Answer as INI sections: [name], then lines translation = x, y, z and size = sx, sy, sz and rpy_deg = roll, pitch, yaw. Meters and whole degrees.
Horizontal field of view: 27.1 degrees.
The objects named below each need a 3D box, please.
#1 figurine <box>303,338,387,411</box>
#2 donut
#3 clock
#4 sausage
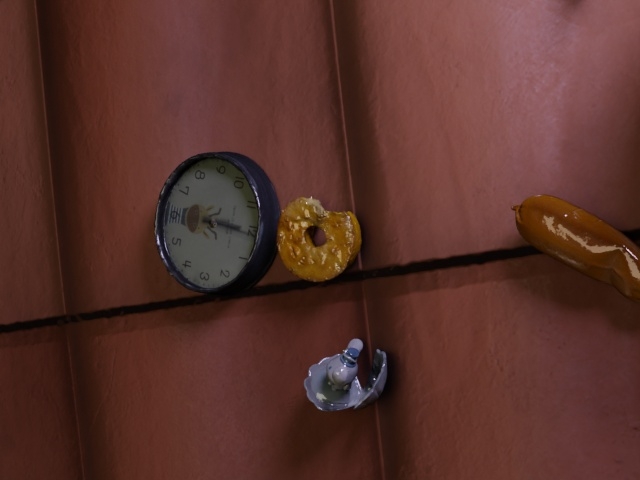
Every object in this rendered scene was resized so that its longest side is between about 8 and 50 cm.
[figurine]
translation = 0.034, 0.152, 1.521
size = 0.082, 0.094, 0.086
rpy_deg = 27, 142, -5
[donut]
translation = 0.000, 0.000, 1.565
size = 0.108, 0.043, 0.097
rpy_deg = 28, 105, 32
[clock]
translation = -0.132, -0.021, 1.662
size = 0.184, 0.040, 0.185
rpy_deg = 0, 89, 36
[sausage]
translation = 0.273, 0.003, 1.362
size = 0.183, 0.054, 0.062
rpy_deg = 30, 139, 30
